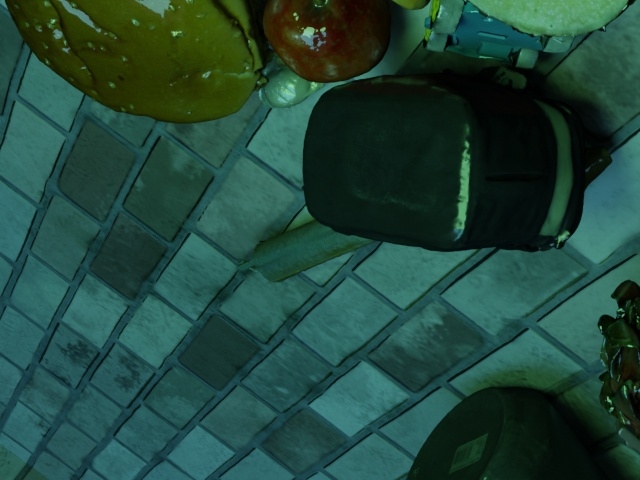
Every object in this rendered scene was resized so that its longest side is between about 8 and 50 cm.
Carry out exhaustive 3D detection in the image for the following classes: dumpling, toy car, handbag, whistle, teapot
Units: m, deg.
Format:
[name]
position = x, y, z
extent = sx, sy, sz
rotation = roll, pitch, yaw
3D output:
[dumpling]
position = -0.038, -0.176, 1.395
extent = 0.077, 0.043, 0.059
rotation = -4, 109, 49
[toy car]
position = 0.160, -0.214, 1.140
extent = 0.126, 0.098, 0.161
rotation = 11, 177, -3
[handbag]
position = 0.121, -0.078, 1.228
extent = 0.254, 0.181, 0.181
rotation = 7, 97, 50
[whistle]
position = 0.000, -0.001, 1.565
extent = 0.068, 0.057, 0.326
rotation = 2, 166, -34
[teapot]
position = 0.309, 0.346, 1.604
extent = 0.344, 0.253, 0.300
rotation = 36, 117, -15

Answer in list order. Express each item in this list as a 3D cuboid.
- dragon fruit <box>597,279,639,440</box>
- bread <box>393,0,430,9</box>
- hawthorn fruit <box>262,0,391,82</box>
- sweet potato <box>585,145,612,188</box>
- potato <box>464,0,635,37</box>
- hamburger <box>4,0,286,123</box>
[dragon fruit]
position = 0.364, 0.128, 1.290
extent = 0.188, 0.182, 0.182
rotation = 14, 159, -31
[bread]
position = 0.010, -0.298, 1.151
extent = 0.239, 0.092, 0.074
rotation = 35, 109, 3
[hawthorn fruit]
position = 0.006, -0.208, 1.217
extent = 0.125, 0.140, 0.125
rotation = 0, 113, 1
[sweet potato]
position = 0.209, -0.036, 1.314
extent = 0.077, 0.077, 0.243
rotation = 45, 149, -15
[potato]
position = 0.192, -0.259, 0.993
extent = 0.202, 0.117, 0.182
rotation = 18, 124, 44
[hamburger]
position = -0.188, -0.252, 1.315
extent = 0.314, 0.170, 0.290
rotation = 18, 150, 21
